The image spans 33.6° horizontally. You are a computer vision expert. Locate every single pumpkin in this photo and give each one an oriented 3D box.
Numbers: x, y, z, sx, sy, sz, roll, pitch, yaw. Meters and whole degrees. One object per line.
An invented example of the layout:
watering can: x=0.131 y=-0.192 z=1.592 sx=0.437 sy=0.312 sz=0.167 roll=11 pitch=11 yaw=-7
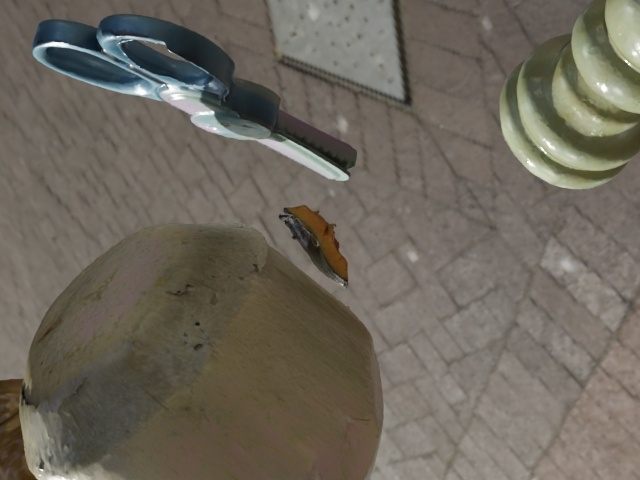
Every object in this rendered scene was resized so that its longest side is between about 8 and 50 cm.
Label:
pumpkin: x=0.001 y=0.001 z=1.008 sx=0.101 sy=0.035 sz=0.073 roll=51 pitch=168 yaw=6

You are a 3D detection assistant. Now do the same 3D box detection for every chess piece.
chess piece: x=0.335 y=-0.197 z=1.164 sx=0.182 sy=0.182 sz=0.330 roll=54 pitch=159 yaw=8

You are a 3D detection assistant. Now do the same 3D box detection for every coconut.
coconut: x=-0.063 y=0.109 z=0.677 sx=0.234 sy=0.224 sz=0.224 roll=53 pitch=156 yaw=-22

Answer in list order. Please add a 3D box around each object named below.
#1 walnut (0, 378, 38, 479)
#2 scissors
walnut: x=-0.267 y=0.254 z=1.096 sx=0.257 sy=0.224 sz=0.257 roll=8 pitch=125 yaw=12
scissors: x=-0.056 y=-0.085 z=0.673 sx=0.125 sy=0.256 sz=0.030 roll=5 pitch=80 yaw=39
